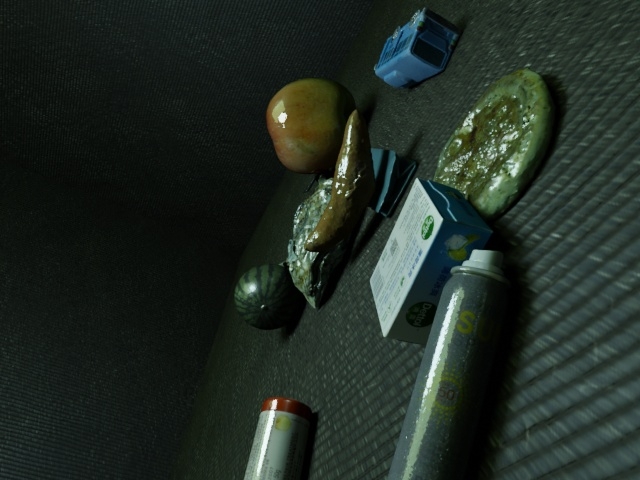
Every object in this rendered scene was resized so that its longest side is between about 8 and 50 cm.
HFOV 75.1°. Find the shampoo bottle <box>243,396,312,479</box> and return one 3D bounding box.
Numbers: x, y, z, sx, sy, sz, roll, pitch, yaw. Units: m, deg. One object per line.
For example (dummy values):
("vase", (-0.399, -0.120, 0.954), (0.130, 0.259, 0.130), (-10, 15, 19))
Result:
("shampoo bottle", (-0.090, 0.447, 0.775), (0.104, 0.105, 0.277), (-50, 21, 49))

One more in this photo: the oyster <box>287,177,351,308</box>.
("oyster", (0.000, 0.005, 1.105), (0.162, 0.158, 0.350), (172, 109, -71))

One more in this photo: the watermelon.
("watermelon", (-0.160, 0.173, 1.282), (0.212, 0.212, 0.212), (-59, 16, 28))

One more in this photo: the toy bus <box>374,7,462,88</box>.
("toy bus", (0.234, -0.473, 1.058), (0.234, 0.116, 0.133), (-148, 79, -74))

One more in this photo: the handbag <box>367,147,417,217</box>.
("handbag", (0.145, -0.141, 0.987), (0.221, 0.057, 0.144), (-123, 50, -72))

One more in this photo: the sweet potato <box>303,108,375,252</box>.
("sweet potato", (0.065, -0.115, 0.945), (0.092, 0.114, 0.340), (-38, -31, -70))

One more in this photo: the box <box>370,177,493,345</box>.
("box", (0.144, 0.028, 0.592), (0.139, 0.073, 0.194), (-95, 22, -60))

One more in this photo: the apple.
("apple", (-0.016, -0.407, 1.488), (0.338, 0.306, 0.337), (-13, -90, -79))

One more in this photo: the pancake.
("pancake", (0.247, -0.137, 0.626), (0.253, 0.037, 0.253), (-159, 90, -77))

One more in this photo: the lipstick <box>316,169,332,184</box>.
("lipstick", (0.017, -0.217, 1.571), (0.051, 0.051, 0.312), (-55, 17, 18))

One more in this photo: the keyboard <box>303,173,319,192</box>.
("keyboard", (-0.011, -0.271, 1.633), (0.197, 0.010, 0.064), (-60, 16, -10))

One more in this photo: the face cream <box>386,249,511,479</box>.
("face cream", (0.148, 0.142, 0.459), (0.283, 0.073, 0.073), (-69, 14, -13))

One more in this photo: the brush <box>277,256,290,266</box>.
("brush", (-0.148, 0.099, 1.696), (0.042, 0.039, 0.299), (-71, 14, -15))
